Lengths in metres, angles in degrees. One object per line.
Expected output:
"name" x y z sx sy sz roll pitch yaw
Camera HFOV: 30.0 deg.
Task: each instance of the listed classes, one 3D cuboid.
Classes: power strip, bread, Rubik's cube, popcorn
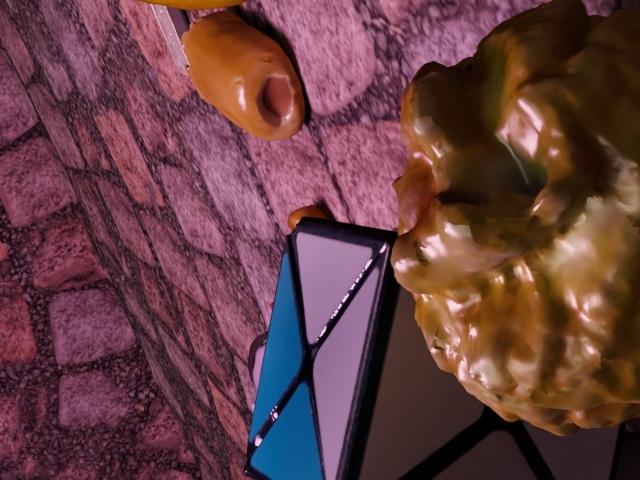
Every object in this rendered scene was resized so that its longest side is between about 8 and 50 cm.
"power strip" -0.219 -0.338 1.675 0.060 0.027 0.253 20 135 62
"bread" 0.001 0.001 1.546 0.103 0.049 0.062 57 169 10
"Rubik's cube" 0.099 0.122 1.033 0.248 0.250 0.246 -175 96 -70
"bread" -0.096 -0.197 1.465 0.173 0.085 0.134 40 152 48
"popcorn" 0.163 -0.010 0.774 0.247 0.282 0.282 2 130 19

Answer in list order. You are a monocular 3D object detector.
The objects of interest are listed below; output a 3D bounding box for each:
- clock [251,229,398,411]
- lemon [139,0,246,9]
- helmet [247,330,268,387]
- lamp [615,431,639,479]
"clock" 0.031 0.117 1.331 0.189 0.254 0.189 51 155 36
"lemon" -0.116 -0.352 0.945 0.348 0.348 0.348 51 158 29
"helmet" -0.005 0.200 1.613 0.216 0.193 0.189 26 139 38
"lamp" 0.281 0.221 1.048 0.105 0.105 0.105 51 158 29
